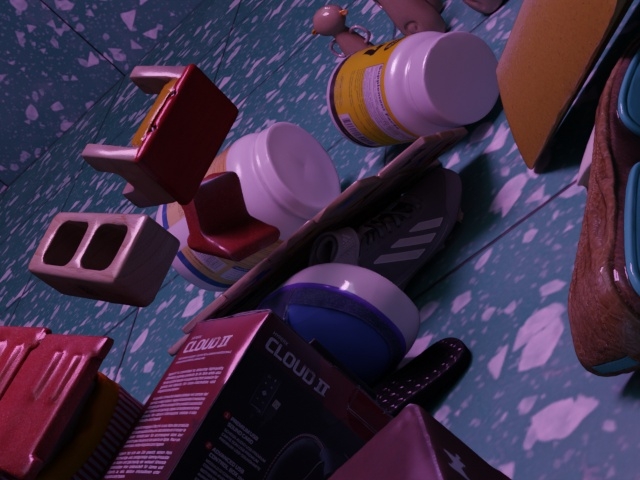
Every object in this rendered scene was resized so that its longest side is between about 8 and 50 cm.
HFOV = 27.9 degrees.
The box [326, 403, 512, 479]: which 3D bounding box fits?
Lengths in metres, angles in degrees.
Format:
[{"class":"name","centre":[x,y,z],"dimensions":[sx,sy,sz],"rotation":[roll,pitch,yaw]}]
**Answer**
[{"class":"box","centre":[-0.009,0.295,0.715],"dimensions":[0.381,0.191,0.143],"rotation":[-45,20,11]}]

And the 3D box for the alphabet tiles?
[{"class":"alphabet tiles","centre":[0.000,0.000,1.306],"dimensions":[0.342,0.011,0.285],"rotation":[-40,-6,20]}]

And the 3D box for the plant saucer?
[{"class":"plant saucer","centre":[0.261,-0.267,1.125],"dimensions":[0.333,0.081,0.333],"rotation":[-57,-7,-19]}]

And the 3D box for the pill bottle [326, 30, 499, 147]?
[{"class":"pill bottle","centre":[0.103,-0.169,1.442],"dimensions":[0.119,0.119,0.208],"rotation":[-54,21,-17]}]

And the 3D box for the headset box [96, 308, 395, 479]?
[{"class":"headset box","centre":[-0.043,0.207,0.901],"dimensions":[0.110,0.218,0.293],"rotation":[-13,41,54]}]

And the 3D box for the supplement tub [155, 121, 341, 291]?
[{"class":"supplement tub","centre":[-0.087,-0.040,1.556],"dimensions":[0.199,0.144,0.144],"rotation":[-34,24,33]}]

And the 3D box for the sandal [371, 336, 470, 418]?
[{"class":"sandal","centre":[0.057,0.150,1.079],"dimensions":[0.179,0.040,0.067],"rotation":[-35,24,-7]}]

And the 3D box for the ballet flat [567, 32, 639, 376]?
[{"class":"ballet flat","centre":[0.240,-0.033,0.963],"dimensions":[0.124,0.116,0.342],"rotation":[-55,13,47]}]

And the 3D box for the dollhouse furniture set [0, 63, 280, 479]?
[{"class":"dollhouse furniture set","centre":[-0.124,0.062,1.032],"dimensions":[0.152,0.201,0.374],"rotation":[4,59,43]}]

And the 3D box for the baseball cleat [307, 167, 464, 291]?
[{"class":"baseball cleat","centre":[0.060,-0.001,1.233],"dimensions":[0.072,0.109,0.206],"rotation":[10,65,51]}]

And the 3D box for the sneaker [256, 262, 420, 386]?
[{"class":"sneaker","centre":[-0.062,0.164,1.138],"dimensions":[0.322,0.130,0.236],"rotation":[-25,28,51]}]

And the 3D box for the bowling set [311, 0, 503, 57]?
[{"class":"bowling set","centre":[0.122,-0.358,1.700],"dimensions":[0.287,0.154,0.200],"rotation":[-28,28,43]}]
